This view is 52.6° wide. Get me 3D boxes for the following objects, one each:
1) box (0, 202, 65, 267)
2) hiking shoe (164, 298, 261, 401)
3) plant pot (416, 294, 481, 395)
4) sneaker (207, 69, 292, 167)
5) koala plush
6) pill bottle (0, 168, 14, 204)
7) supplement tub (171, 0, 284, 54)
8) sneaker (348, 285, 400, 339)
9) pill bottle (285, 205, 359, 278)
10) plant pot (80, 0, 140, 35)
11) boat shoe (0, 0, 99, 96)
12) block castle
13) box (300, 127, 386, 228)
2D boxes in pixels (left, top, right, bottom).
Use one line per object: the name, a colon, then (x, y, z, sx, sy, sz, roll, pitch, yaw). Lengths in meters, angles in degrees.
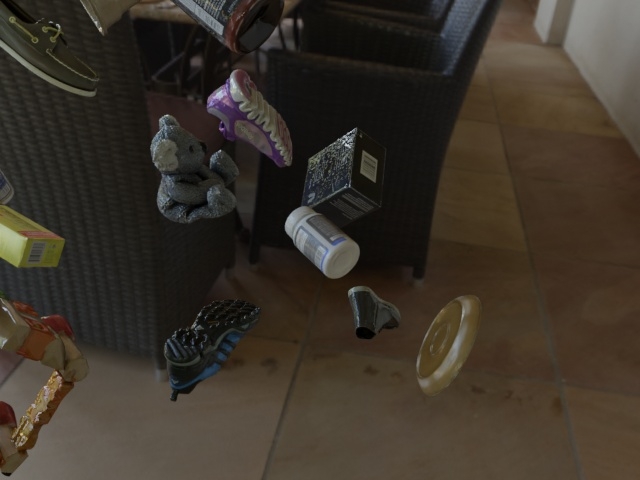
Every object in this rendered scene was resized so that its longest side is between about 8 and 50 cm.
box: (-0.572, -0.021, 1.160, 0.232, 0.058, 0.087, 25, 10, 26)
hiking shoe: (-0.247, 0.233, 1.474, 0.113, 0.132, 0.304, 23, 29, 24)
plant pot: (0.265, 0.217, 1.385, 0.032, 0.236, 0.236, 27, 30, -5)
sneaker: (-0.139, -0.224, 1.270, 0.104, 0.236, 0.095, -23, 48, 17)
koala plush: (-0.324, -0.172, 1.516, 0.203, 0.221, 0.196, -16, 39, 8)
pill bottle: (-0.817, -0.162, 1.547, 0.094, 0.169, 0.094, -6, 45, 6)
supplement tub: (-0.150, -0.348, 0.869, 0.198, 0.106, 0.106, 42, 40, 9)
sneaker: (0.139, 0.214, 1.662, 0.083, 0.222, 0.118, -20, 53, 28)
pill bottle: (0.000, 0.000, 1.157, 0.078, 0.078, 0.137, -17, 43, -33)
plant pot: (-0.483, -0.726, 1.582, 0.305, 0.334, 0.334, -31, 39, -10)
boat shoe: (-0.559, -0.395, 1.254, 0.305, 0.091, 0.109, 34, 16, -13)
block castle: (-0.683, 0.219, 1.158, 0.213, 0.303, 0.453, 32, -2, 42)
box: (0.047, -0.122, 1.347, 0.093, 0.158, 0.156, 31, 52, -31)
